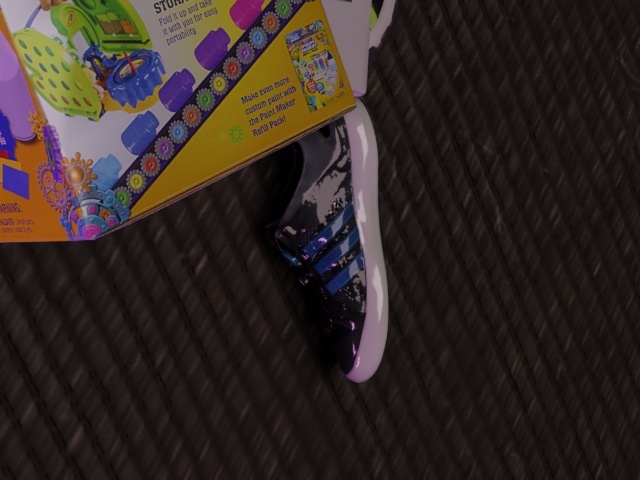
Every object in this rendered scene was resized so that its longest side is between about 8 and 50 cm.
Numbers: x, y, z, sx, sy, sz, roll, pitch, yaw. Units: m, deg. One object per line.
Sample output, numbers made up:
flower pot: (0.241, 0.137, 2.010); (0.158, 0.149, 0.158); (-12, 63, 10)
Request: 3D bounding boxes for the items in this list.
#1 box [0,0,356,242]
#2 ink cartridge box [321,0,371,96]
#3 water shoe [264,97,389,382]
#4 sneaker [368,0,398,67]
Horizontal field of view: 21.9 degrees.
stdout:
box: (-0.173, -0.157, 0.875); (0.177, 0.290, 0.279); (-29, 106, -34)
ink cartridge box: (-0.041, -0.192, 1.067); (0.087, 0.153, 0.208); (7, 86, -37)
water shoe: (0.000, 0.000, 1.161); (0.080, 0.073, 0.203); (-4, 92, -12)
sneaker: (0.005, -0.215, 1.145); (0.097, 0.084, 0.234); (39, 55, -43)
